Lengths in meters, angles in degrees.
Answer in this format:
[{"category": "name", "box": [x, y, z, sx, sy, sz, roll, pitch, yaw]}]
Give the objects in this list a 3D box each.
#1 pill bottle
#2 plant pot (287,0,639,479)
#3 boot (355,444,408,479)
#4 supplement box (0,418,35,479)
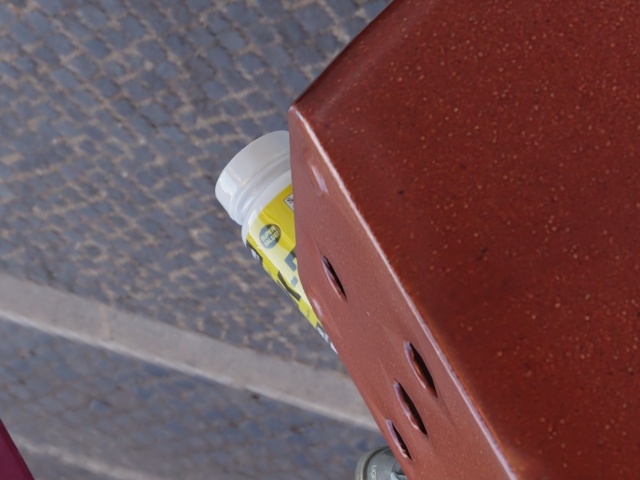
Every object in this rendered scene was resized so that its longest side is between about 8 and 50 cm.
[{"category": "pill bottle", "box": [0.000, 0.000, 1.150, 0.208, 0.119, 0.119, 48, 148, 20]}, {"category": "plant pot", "box": [0.132, 0.009, 0.438, 0.236, 0.267, 0.267, -27, 162, -10]}, {"category": "boot", "box": [0.133, 0.172, 0.873, 0.190, 0.076, 0.208, -3, 166, -20]}, {"category": "supplement box", "box": [-0.152, 0.046, 0.300, 0.081, 0.104, 0.188, 6, 128, 39]}]
